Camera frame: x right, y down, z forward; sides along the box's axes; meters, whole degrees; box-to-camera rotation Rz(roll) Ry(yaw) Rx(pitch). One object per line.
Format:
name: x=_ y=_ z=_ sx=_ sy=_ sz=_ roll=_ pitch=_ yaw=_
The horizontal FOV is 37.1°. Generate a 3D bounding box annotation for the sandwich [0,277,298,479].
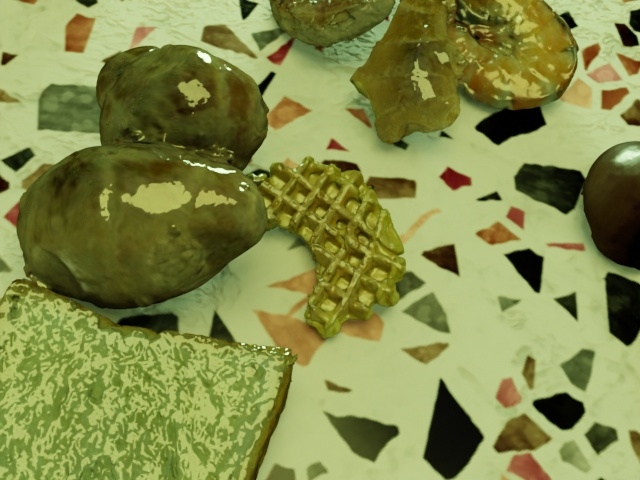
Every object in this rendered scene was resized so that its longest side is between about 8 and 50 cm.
sandwich: x=-0.181 y=0.183 z=0.823 sx=0.273 sy=0.095 sz=0.249 roll=15 pitch=63 yaw=0

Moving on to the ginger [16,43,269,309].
ginger: x=-0.157 y=-0.080 z=0.936 sx=0.244 sy=0.155 sz=0.304 roll=-5 pitch=51 yaw=26

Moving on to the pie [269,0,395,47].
pie: x=0.023 y=-0.307 z=1.115 sx=0.195 sy=0.046 sz=0.195 roll=-15 pitch=51 yaw=18

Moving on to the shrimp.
shrimp: x=0.177 y=-0.278 z=1.149 sx=0.164 sy=0.062 sz=0.317 roll=-28 pitch=69 yaw=-16

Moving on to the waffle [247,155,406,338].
waffle: x=0.000 y=0.001 z=0.973 sx=0.149 sy=0.051 sz=0.194 roll=-22 pitch=71 yaw=-9

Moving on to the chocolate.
chocolate: x=0.339 y=-0.048 z=1.025 sx=0.124 sy=0.127 sz=0.133 roll=3 pitch=41 yaw=-40

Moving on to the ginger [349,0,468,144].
ginger: x=0.130 y=-0.241 z=1.078 sx=0.131 sy=0.086 sz=0.294 roll=15 pitch=70 yaw=31
